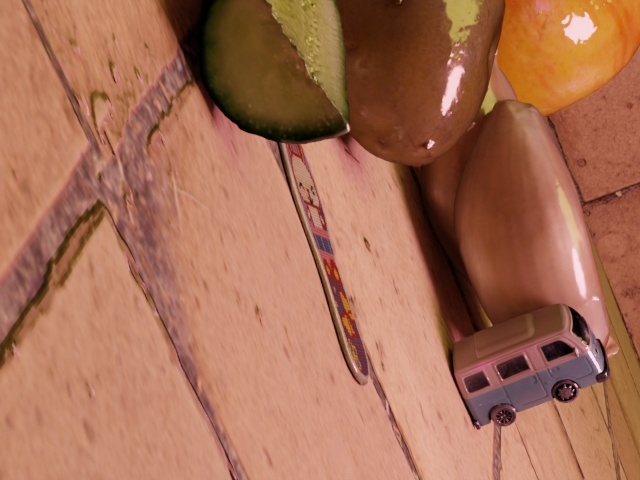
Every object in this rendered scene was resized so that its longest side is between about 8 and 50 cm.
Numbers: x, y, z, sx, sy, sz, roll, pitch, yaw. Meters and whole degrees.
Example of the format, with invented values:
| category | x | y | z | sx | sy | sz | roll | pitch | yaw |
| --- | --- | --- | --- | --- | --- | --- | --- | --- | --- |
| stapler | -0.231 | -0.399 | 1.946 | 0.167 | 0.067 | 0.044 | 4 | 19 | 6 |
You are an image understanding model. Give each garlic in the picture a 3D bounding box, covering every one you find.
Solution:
| category | x | y | z | sx | sy | sz | roll | pitch | yaw |
| --- | --- | --- | --- | --- | --- | --- | --- | --- | --- |
| garlic | 0.182 | -0.003 | 1.524 | 0.325 | 0.132 | 0.279 | 64 | -2 | -26 |

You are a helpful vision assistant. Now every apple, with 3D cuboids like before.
| category | x | y | z | sx | sy | sz | roll | pitch | yaw |
| --- | --- | --- | --- | --- | --- | --- | --- | --- | --- |
| apple | 0.223 | -0.269 | 1.831 | 0.233 | 0.286 | 0.286 | 58 | 16 | -21 |

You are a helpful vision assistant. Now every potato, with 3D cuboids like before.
| category | x | y | z | sx | sy | sz | roll | pitch | yaw |
| --- | --- | --- | --- | --- | --- | --- | --- | --- | --- |
| potato | 0.066 | -0.170 | 1.285 | 0.178 | 0.160 | 0.235 | 25 | 56 | -38 |

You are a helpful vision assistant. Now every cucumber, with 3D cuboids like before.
| category | x | y | z | sx | sy | sz | roll | pitch | yaw |
| --- | --- | --- | --- | --- | --- | --- | --- | --- | --- |
| cucumber | -0.036 | -0.153 | 1.011 | 0.115 | 0.063 | 0.244 | 54 | 19 | -26 |

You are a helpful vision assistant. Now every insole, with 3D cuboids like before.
| category | x | y | z | sx | sy | sz | roll | pitch | yaw |
| --- | --- | --- | --- | --- | --- | --- | --- | --- | --- |
| insole | 0.000 | 0.000 | 1.071 | 0.065 | 0.004 | 0.197 | 28 | 44 | -72 |

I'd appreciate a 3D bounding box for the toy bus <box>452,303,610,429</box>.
| category | x | y | z | sx | sy | sz | roll | pitch | yaw |
| --- | --- | --- | --- | --- | --- | --- | --- | --- | --- |
| toy bus | 0.174 | 0.101 | 1.390 | 0.075 | 0.123 | 0.060 | 60 | 16 | -26 |
